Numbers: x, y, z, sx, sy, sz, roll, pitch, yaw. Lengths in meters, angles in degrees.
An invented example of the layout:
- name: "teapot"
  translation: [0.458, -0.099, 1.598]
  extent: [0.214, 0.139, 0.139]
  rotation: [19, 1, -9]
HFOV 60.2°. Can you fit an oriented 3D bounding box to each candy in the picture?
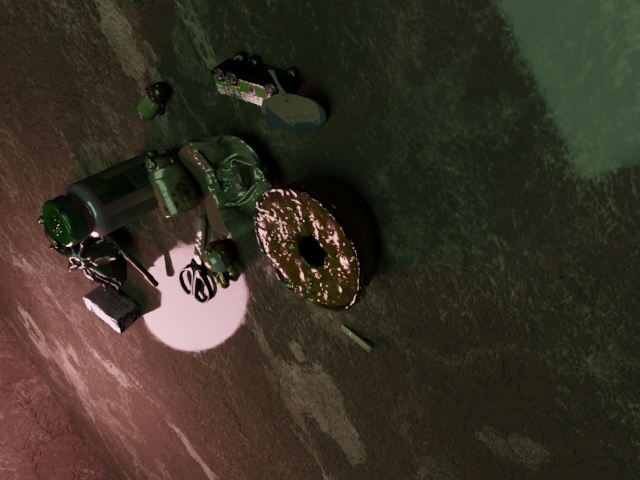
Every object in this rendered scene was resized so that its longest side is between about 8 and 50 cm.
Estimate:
- name: "candy"
  translation: [-0.651, 0.208, 1.727]
  extent: [0.160, 0.092, 0.073]
  rotation: [31, 138, 18]

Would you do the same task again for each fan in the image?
- name: "fan"
  translation: [-0.054, -0.230, 0.918]
  extent: [0.113, 0.005, 0.175]
  rotation: [1, 159, 17]

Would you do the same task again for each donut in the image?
- name: "donut"
  translation: [0.000, 0.000, 1.041]
  extent: [0.272, 0.107, 0.272]
  rotation: [26, 135, 29]

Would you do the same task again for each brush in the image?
- name: "brush"
  translation: [0.078, 0.206, 1.169]
  extent: [0.084, 0.013, 0.016]
  rotation: [35, 130, 28]

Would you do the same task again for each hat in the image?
- name: "hat"
  translation: [-0.192, -0.126, 1.145]
  extent: [0.245, 0.149, 0.214]
  rotation: [-139, 26, -71]

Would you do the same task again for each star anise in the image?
- name: "star anise"
  translation: [-0.645, 0.033, 1.599]
  extent: [0.359, 0.139, 0.316]
  rotation: [45, 146, -15]

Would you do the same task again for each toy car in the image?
- name: "toy car"
  translation: [-0.112, -0.278, 0.973]
  extent: [0.165, 0.071, 0.062]
  rotation: [23, 140, 25]

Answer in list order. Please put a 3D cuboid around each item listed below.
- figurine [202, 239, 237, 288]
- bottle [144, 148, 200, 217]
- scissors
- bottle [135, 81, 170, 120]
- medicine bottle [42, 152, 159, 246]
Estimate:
- name: "figurine"
  translation: [-0.242, 0.056, 1.307]
  extent: [0.101, 0.068, 0.143]
  rotation: [54, 154, 8]
- name: "bottle"
  translation: [-0.337, -0.136, 1.238]
  extent: [0.099, 0.099, 0.152]
  rotation: [-9, 108, 43]
- name: "scissors"
  translation: [-0.305, 0.044, 1.380]
  extent: [0.109, 0.022, 0.300]
  rotation: [31, 132, 16]
- name: "bottle"
  translation: [-0.354, -0.301, 1.181]
  extent: [0.063, 0.047, 0.101]
  rotation: [35, 137, -23]
- name: "medicine bottle"
  translation: [-0.476, -0.092, 1.250]
  extent: [0.133, 0.274, 0.133]
  rotation: [21, 129, 28]
